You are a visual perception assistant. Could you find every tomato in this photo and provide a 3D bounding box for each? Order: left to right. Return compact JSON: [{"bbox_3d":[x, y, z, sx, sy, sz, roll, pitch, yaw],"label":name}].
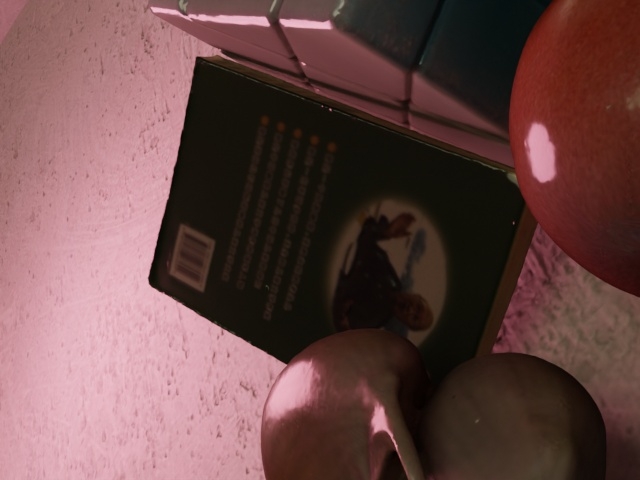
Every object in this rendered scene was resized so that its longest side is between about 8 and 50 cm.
[{"bbox_3d":[0.247,-0.073,0.526,0.256,0.256,0.224,-2,55,51],"label":"tomato"}]

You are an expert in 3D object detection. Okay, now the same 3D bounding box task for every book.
[{"bbox_3d":[0.000,0.000,0.789,0.371,0.043,0.260,26,111,28],"label":"book"}]

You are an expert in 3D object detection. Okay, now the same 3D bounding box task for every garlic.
[{"bbox_3d":[0.057,0.167,0.588,0.245,0.232,0.340,-58,-6,-16],"label":"garlic"}]

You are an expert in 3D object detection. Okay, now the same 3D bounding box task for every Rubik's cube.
[{"bbox_3d":[0.091,-0.272,0.759,0.319,0.322,0.315,23,89,52],"label":"Rubik's cube"}]
